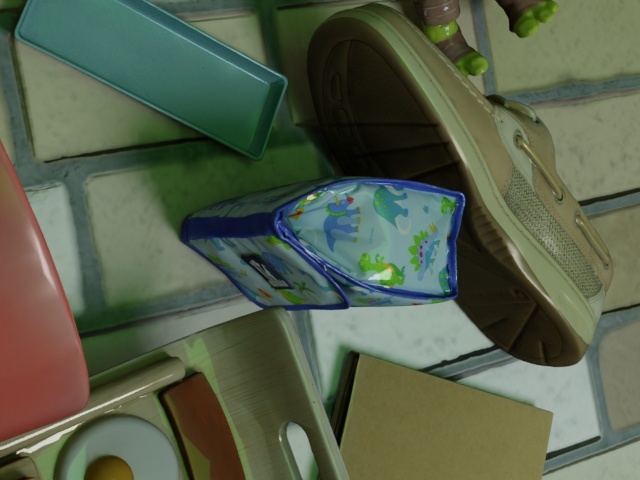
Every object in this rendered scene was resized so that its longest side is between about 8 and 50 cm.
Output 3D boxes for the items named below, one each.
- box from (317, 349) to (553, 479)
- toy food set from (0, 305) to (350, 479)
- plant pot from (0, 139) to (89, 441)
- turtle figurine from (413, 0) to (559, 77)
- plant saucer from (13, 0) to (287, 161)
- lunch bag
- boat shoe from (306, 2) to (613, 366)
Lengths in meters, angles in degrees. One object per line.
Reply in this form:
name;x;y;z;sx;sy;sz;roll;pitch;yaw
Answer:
box;0.087;0.187;0.933;0.201;0.021;0.164;20;77;-30
toy food set;-0.111;0.189;0.683;0.306;0.092;0.219;-21;93;-34
plant pot;-0.279;0.015;0.580;0.243;0.275;0.274;-27;102;-20
turtle figurine;0.069;-0.225;0.908;0.269;0.087;0.217;-41;114;-17
plant saucer;-0.111;-0.121;0.825;0.192;0.018;0.067;26;74;-30
lunch bag;0.000;0.000;0.824;0.151;0.129;0.096;10;81;-33
boat shoe;0.112;-0.051;0.914;0.341;0.122;0.110;53;58;-30
